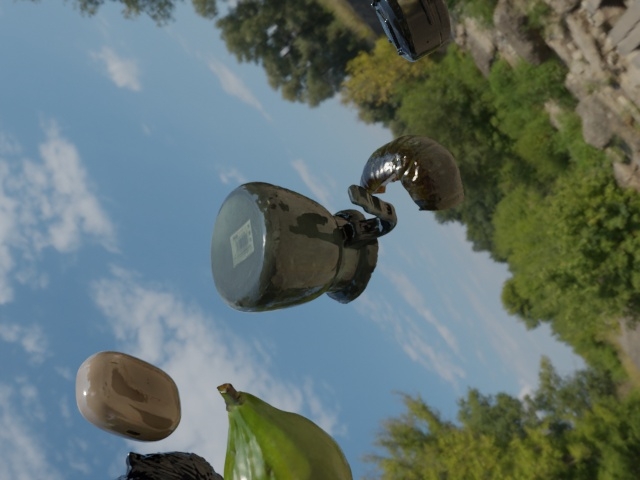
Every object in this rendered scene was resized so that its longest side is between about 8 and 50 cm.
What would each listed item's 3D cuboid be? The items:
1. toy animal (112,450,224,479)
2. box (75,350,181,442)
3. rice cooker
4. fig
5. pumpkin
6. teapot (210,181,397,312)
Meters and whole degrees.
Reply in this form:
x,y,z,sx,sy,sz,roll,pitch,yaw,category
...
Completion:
x,y,z,sx,sy,sz,roll,pitch,yaw,category
-0.257,0.458,1.122,0.298,0.122,0.185,52,-139,-33,toy animal
-0.326,0.269,1.095,0.200,0.088,0.145,39,-158,-41,box
0.148,-0.370,1.033,0.165,0.106,0.112,44,-163,-49,rice cooker
-0.058,0.391,1.041,0.233,0.233,0.314,-105,3,-52,fig
0.151,-0.122,1.070,0.119,0.184,0.107,-36,-52,-41,pumpkin
-0.012,-0.010,1.119,0.285,0.305,0.223,7,-147,-36,teapot
